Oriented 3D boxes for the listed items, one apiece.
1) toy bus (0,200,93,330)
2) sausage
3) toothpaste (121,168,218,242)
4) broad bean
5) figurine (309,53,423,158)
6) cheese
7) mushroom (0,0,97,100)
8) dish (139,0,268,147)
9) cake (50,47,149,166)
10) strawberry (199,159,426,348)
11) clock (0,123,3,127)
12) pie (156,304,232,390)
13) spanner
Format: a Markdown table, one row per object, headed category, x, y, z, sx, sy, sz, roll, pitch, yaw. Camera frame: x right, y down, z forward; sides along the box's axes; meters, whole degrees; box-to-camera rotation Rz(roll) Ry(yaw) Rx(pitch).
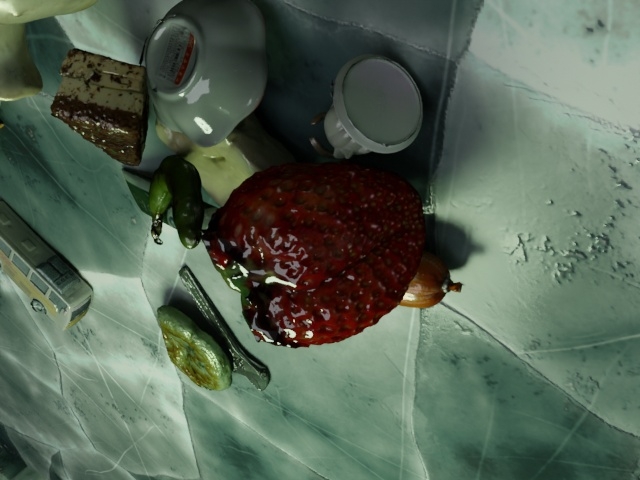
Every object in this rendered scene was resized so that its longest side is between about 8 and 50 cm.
| category | x | y | z | sx | sy | sz | roll | pitch | yaw |
| --- | --- | --- | --- | --- | --- | --- | --- | --- | --- |
| toy bus | -0.705 | 0.060 | 1.783 | 0.342 | 0.097 | 0.138 | 44 | 134 | 1 |
| sausage | 0.071 | 0.042 | 1.115 | 0.312 | 0.093 | 0.093 | 12 | 131 | 32 |
| toothpaste | -0.255 | -0.055 | 1.278 | 0.392 | 0.061 | 0.099 | 22 | 140 | 51 |
| broad bean | -0.222 | -0.060 | 1.113 | 0.292 | 0.049 | 0.144 | -176 | 86 | -66 |
| figurine | 0.043 | -0.159 | 0.957 | 0.132 | 0.132 | 0.153 | 51 | 154 | -9 |
| cheese | -0.131 | -0.133 | 1.132 | 0.263 | 0.093 | 0.159 | 51 | 144 | -9 |
| mushroom | -0.423 | -0.381 | 0.958 | 0.315 | 0.315 | 0.356 | -8 | 92 | 44 |
| dish | -0.179 | -0.245 | 0.996 | 0.229 | 0.081 | 0.229 | -1 | 88 | 34 |
| cake | -0.291 | -0.188 | 1.136 | 0.135 | 0.112 | 0.246 | 11 | 167 | 19 |
| strawberry | 0.000 | 0.000 | 0.992 | 0.250 | 0.288 | 0.238 | 57 | 177 | -20 |
| clock | -0.780 | -0.268 | 1.498 | 0.235 | 0.166 | 0.309 | 34 | 141 | 12 |
| pie | -0.284 | 0.238 | 1.596 | 0.240 | 0.054 | 0.240 | 33 | 148 | 24 |
| spanner | -0.204 | 0.190 | 1.528 | 0.093 | 0.026 | 0.325 | -13 | 114 | 45 |
